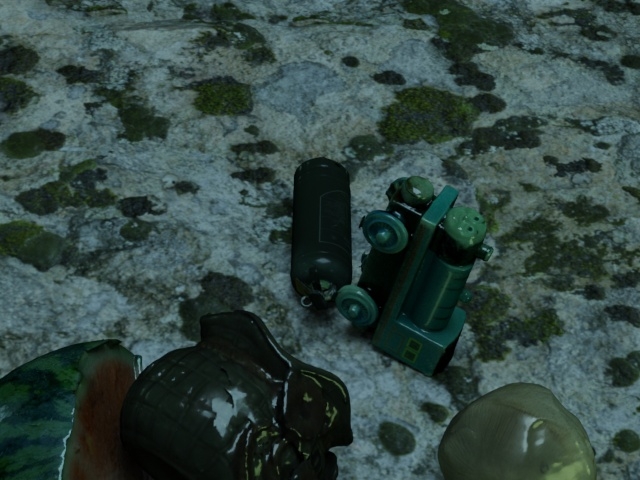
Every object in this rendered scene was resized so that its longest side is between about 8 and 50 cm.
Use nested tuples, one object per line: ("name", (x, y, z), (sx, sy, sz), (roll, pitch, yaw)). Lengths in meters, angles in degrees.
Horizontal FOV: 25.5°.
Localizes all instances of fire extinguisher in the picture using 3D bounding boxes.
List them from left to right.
("fire extinguisher", (0.000, 0.000, 2.185), (0.095, 0.114, 0.311), (-7, 45, 7))

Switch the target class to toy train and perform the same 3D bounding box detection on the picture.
("toy train", (0.140, 0.046, 2.029), (0.194, 0.298, 0.120), (29, 46, 11))

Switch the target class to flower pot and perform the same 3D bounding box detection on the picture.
("flower pot", (-0.093, 0.245, 1.784), (0.302, 0.302, 0.213), (30, 68, 21))

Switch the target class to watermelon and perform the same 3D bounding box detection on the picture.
("watermelon", (-0.333, 0.250, 1.757), (0.319, 0.222, 0.292), (-5, 68, -23))

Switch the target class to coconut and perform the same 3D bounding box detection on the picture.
("coconut", (0.258, 0.292, 1.862), (0.224, 0.224, 0.224), (4, 44, -4))

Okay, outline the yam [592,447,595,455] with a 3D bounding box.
("yam", (0.340, 0.368, 1.915), (0.029, 0.027, 0.234), (37, 46, -8))
